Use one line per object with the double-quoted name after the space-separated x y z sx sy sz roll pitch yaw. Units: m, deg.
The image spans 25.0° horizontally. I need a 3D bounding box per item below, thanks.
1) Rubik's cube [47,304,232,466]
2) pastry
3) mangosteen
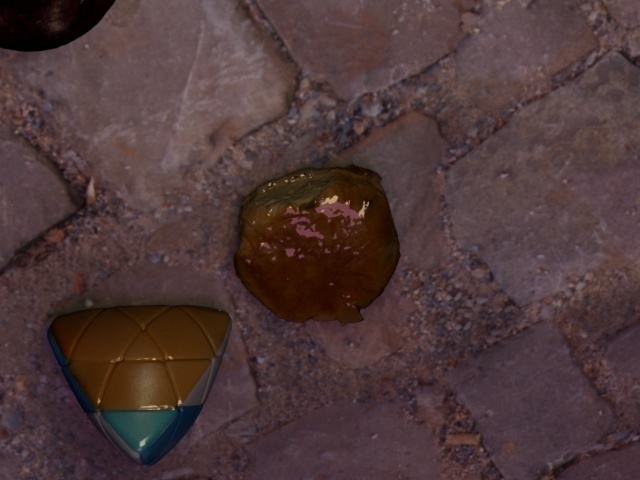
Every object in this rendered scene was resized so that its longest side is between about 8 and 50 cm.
-0.210 0.189 1.932 0.254 0.254 0.254 -3 120 -6 "Rubik's cube"
0.000 0.000 1.862 0.218 0.100 0.229 32 115 -18 "pastry"
-0.340 -0.330 1.579 0.265 0.228 0.228 33 116 18 "mangosteen"
